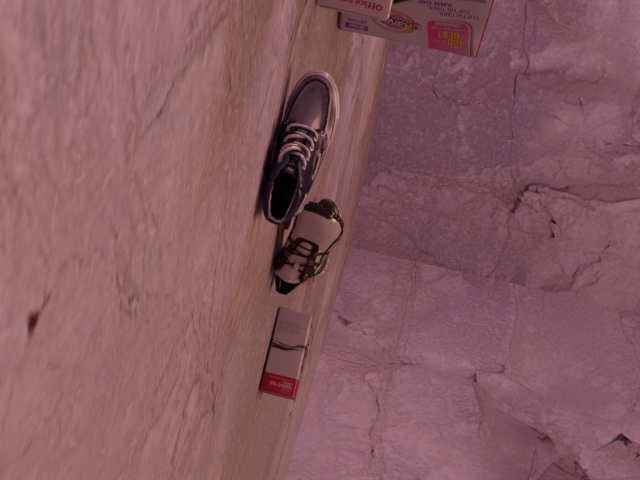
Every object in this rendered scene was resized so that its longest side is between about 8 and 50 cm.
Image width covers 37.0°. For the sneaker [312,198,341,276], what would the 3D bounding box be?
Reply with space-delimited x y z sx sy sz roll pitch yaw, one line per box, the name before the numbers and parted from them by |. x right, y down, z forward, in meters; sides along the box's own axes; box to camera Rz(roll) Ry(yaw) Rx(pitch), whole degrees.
sneaker | 0.000 0.000 1.912 0.076 0.065 0.167 -46 147 -75

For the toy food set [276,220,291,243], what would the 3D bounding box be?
toy food set | -0.041 -0.061 1.421 0.078 0.019 0.122 -71 173 -58

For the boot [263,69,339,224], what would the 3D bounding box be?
boot | -0.023 -0.111 1.157 0.086 0.069 0.190 -72 176 -78

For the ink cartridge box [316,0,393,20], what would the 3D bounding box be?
ink cartridge box | 0.057 -0.368 1.256 0.056 0.099 0.135 -70 173 -68

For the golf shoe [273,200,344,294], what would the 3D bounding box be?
golf shoe | -0.022 0.018 1.432 0.198 0.077 0.094 114 2 -58

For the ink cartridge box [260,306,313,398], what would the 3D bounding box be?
ink cartridge box | -0.057 0.203 1.709 0.109 0.063 0.151 82 21 -79

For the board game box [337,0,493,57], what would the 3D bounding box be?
board game box | 0.153 -0.414 1.461 0.316 0.242 0.064 95 8 -68
